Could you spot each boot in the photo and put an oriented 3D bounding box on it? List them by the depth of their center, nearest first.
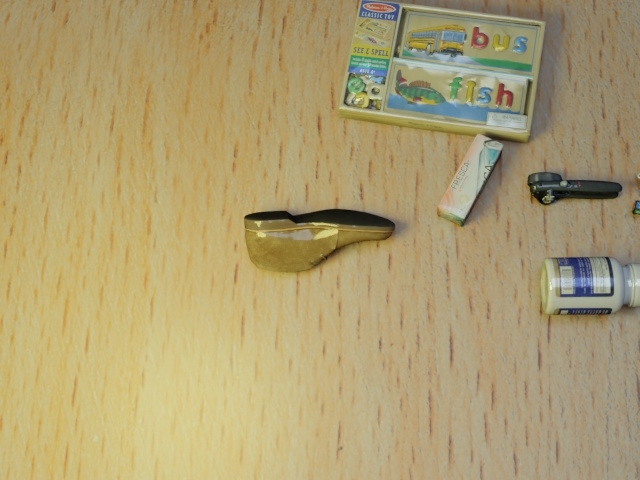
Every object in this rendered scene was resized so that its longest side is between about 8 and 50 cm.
[{"bbox_3d":[0.000,0.000,1.799,0.305,0.112,0.115,-2,104,1],"label":"boot"}]

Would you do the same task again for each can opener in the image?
[{"bbox_3d":[0.512,-0.106,1.779,0.186,0.059,0.073,3,74,7],"label":"can opener"}]

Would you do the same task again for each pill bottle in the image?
[{"bbox_3d":[0.524,0.087,1.695,0.186,0.112,0.112,0,74,5],"label":"pill bottle"}]

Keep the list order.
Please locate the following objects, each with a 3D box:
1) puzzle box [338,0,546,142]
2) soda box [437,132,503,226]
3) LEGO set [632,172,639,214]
[{"bbox_3d":[0.261,-0.367,1.885,0.408,0.052,0.272,9,74,8],"label":"puzzle box"},{"bbox_3d":[0.306,-0.123,1.806,0.063,0.058,0.183,27,79,13],"label":"soda box"},{"bbox_3d":[0.740,-0.103,1.773,0.244,0.060,0.182,-41,68,-14],"label":"LEGO set"}]
